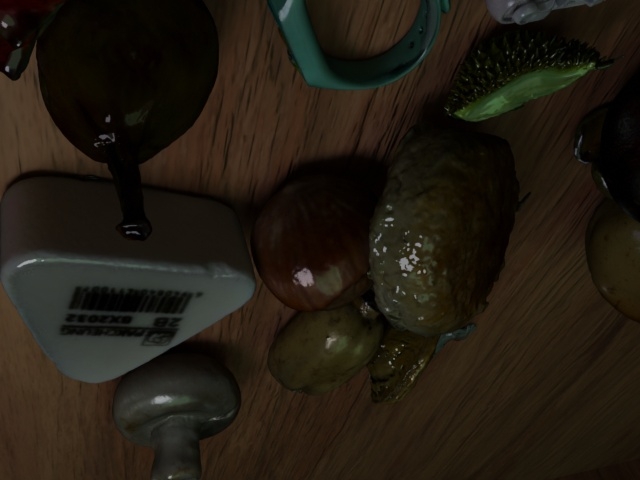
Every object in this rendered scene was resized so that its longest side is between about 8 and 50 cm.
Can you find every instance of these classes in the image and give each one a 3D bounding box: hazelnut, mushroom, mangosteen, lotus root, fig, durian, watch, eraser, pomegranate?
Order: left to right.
[{"bbox_3d":[-0.194,-0.143,0.654,0.190,0.290,0.190,2,126,3],"label":"fig"},{"bbox_3d":[-0.248,0.045,0.961,0.331,0.150,0.331,-15,144,-11],"label":"eraser"},{"bbox_3d":[-0.256,0.331,1.258,0.243,0.243,0.243,-13,143,-10],"label":"mushroom"},{"bbox_3d":[0.000,0.000,1.009,0.214,0.176,0.214,-9,106,-31],"label":"hazelnut"},{"bbox_3d":[0.015,0.187,1.271,0.160,0.146,0.284,5,136,-48],"label":"lotus root"},{"bbox_3d":[0.042,-0.265,0.769,0.195,0.068,0.237,-25,144,5],"label":"watch"},{"bbox_3d":[0.258,-0.227,0.901,0.220,0.137,0.095,-14,109,0],"label":"durian"},{"bbox_3d":[0.636,0.006,1.222,0.319,0.319,0.319,-13,143,-10],"label":"pomegranate"},{"bbox_3d":[0.536,-0.142,1.014,0.288,0.288,0.288,-13,143,-10],"label":"mangosteen"}]

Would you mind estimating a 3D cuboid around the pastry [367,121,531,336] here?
[{"bbox_3d":[0.181,-0.011,0.986,0.136,0.329,0.329,13,158,31],"label":"pastry"}]

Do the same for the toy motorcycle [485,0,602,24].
[{"bbox_3d":[0.315,-0.320,0.821,0.254,0.112,0.112,-20,144,1],"label":"toy motorcycle"}]

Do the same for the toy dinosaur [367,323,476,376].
[{"bbox_3d":[0.219,0.241,1.509,0.242,0.053,0.167,-40,147,12],"label":"toy dinosaur"}]

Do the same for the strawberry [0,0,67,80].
[{"bbox_3d":[-0.251,-0.278,0.443,0.292,0.292,0.310,-32,150,16],"label":"strawberry"}]

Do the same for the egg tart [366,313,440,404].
[{"bbox_3d":[0.150,0.202,1.333,0.106,0.241,0.241,30,129,-4],"label":"egg tart"}]
